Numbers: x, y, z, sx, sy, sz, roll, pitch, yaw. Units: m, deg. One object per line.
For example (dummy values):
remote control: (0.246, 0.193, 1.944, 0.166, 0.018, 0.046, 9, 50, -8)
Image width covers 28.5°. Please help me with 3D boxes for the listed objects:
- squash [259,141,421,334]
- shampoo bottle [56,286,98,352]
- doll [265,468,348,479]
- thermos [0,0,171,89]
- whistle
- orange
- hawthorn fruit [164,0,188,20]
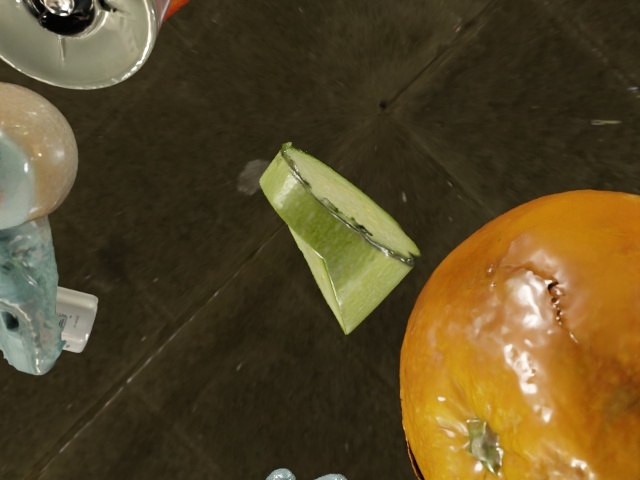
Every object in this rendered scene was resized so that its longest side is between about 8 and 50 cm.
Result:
squash: (0.001, -0.012, 1.462, 0.133, 0.220, 0.220, -42, 92, 9)
shampoo bottle: (-0.412, 0.085, 1.648, 0.227, 0.056, 0.086, 14, 122, -15)
doll: (-0.041, 0.252, 1.063, 0.075, 0.180, 0.120, -7, 71, -38)
thermos: (-0.175, -0.252, 0.976, 0.176, 0.265, 0.146, -10, 131, 22)
whistle: (-0.338, -0.017, 1.299, 0.189, 0.189, 0.348, -5, 103, 3)
orange: (0.185, 0.105, 0.822, 0.226, 0.284, 0.284, -14, 96, -36)
hawthorn fruit: (-0.255, -0.356, 1.457, 0.211, 0.299, 0.211, -3, 77, 15)
